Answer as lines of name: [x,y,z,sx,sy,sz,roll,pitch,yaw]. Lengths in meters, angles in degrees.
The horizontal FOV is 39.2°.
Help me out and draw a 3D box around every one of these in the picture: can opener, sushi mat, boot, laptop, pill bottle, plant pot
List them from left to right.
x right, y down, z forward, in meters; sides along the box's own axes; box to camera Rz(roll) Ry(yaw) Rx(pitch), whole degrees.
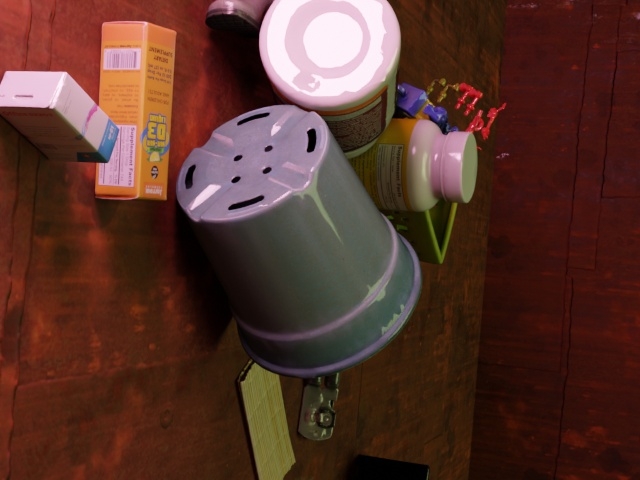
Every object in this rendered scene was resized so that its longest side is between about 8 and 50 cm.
boot: [-0.121,-0.420,1.466,0.246,0.083,0.161,-28,123,-75]
sushi mat: [-0.102,0.354,1.753,0.151,0.019,0.316,-52,141,-53]
plant pot: [-0.048,-0.014,1.446,0.334,0.341,0.341,61,38,-40]
can opener: [0.002,0.295,1.964,0.095,0.076,0.283,144,-45,-76]
pill bottle: [0.024,-0.279,1.570,0.392,0.224,0.224,74,24,-80]
pill bottle: [0.141,-0.156,1.833,0.188,0.334,0.187,5,90,-69]
laptop: [0.190,0.760,2.296,0.236,0.408,0.382,18,74,-33]
plant pot: [0.200,-0.099,2.167,0.228,0.207,0.227,67,35,-50]

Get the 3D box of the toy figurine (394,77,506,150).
toy figurine: [0.255,-0.353,2.228,0.217,0.362,0.191,30,98,-32]

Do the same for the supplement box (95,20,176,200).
supplement box: [-0.248,-0.170,1.204,0.078,0.080,0.233,-5,101,-66]

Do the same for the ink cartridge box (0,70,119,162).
ink cartridge box: [-0.306,-0.143,1.045,0.122,0.089,0.052,53,46,-59]
